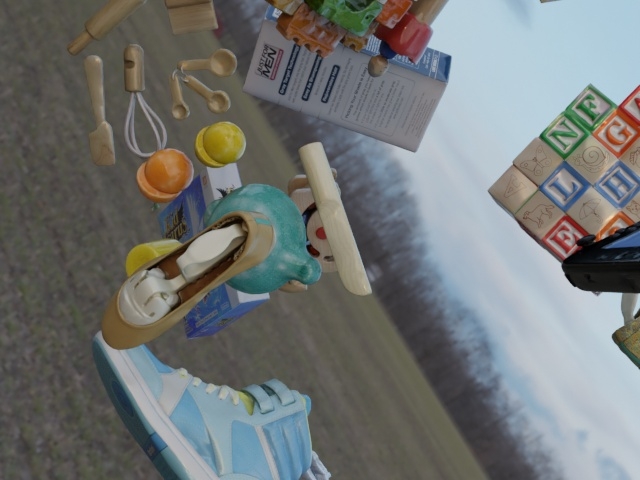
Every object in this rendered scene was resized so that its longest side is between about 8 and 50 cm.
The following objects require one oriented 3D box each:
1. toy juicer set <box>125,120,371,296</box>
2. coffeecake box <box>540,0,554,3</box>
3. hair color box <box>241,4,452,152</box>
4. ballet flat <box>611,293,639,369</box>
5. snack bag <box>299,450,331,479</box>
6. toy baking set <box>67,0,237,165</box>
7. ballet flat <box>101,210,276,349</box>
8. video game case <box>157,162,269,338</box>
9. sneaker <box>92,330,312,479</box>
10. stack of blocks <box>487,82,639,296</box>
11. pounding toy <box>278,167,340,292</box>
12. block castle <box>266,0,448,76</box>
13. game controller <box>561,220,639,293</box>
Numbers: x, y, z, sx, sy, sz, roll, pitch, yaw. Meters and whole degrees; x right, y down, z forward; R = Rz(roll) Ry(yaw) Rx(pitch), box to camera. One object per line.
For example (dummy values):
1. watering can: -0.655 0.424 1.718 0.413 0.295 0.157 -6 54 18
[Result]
1. toy juicer set: -0.081 -0.039 1.309 0.089 0.329 0.209 3 87 -66
2. coffeecake box: 0.466 -0.548 2.077 0.068 0.142 0.185 84 -5 -52
3. hair color box: 0.048 -0.307 1.993 0.105 0.347 0.173 -76 -174 -48
4. ballet flat: 0.525 0.054 1.634 0.123 0.348 0.123 21 -40 18
5. snack bag: -0.128 0.313 1.701 0.323 0.037 0.342 23 -20 18
6. toy baking set: -0.223 -0.211 1.366 0.196 0.256 0.030 57 15 -5
7. ballet flat: -0.156 0.037 1.172 0.080 0.232 0.073 56 7 17
8. video game case: -0.195 0.024 1.907 0.269 0.061 0.244 -35 -114 58
9. sneaker: -0.137 0.209 1.405 0.319 0.208 0.127 55 -24 -1
10. stack of blocks: 0.361 -0.101 1.257 0.171 0.297 0.087 46 6 17
11. pounding toy: 0.000 0.000 2.253 0.155 0.154 0.269 -97 -168 -60
12. block castle: -0.030 -0.408 1.479 0.303 0.212 0.453 45 17 34
13. game controller: 0.331 -0.004 0.956 0.067 0.166 0.319 56 -7 -3
